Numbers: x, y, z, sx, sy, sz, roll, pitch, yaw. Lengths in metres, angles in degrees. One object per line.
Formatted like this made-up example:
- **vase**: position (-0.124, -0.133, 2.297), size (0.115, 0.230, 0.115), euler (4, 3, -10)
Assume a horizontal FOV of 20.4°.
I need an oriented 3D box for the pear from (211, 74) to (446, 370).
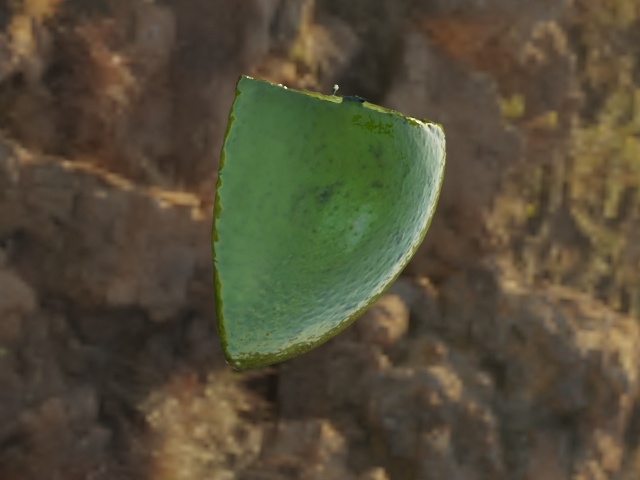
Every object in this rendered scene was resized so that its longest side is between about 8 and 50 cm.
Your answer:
- **pear**: position (0.004, 0.001, 1.400), size (0.288, 0.139, 0.239), euler (-4, 115, -75)
